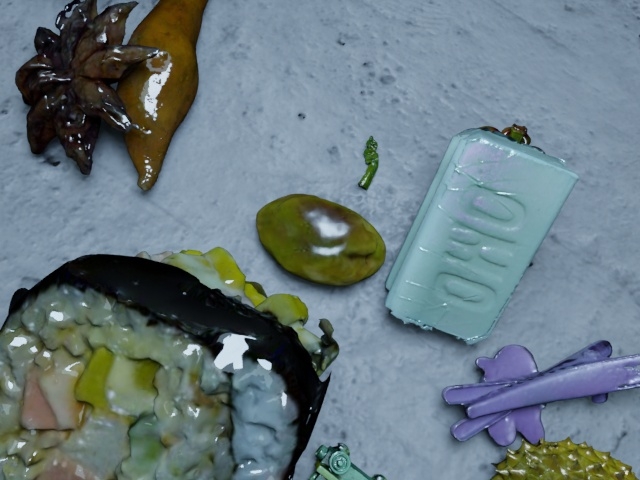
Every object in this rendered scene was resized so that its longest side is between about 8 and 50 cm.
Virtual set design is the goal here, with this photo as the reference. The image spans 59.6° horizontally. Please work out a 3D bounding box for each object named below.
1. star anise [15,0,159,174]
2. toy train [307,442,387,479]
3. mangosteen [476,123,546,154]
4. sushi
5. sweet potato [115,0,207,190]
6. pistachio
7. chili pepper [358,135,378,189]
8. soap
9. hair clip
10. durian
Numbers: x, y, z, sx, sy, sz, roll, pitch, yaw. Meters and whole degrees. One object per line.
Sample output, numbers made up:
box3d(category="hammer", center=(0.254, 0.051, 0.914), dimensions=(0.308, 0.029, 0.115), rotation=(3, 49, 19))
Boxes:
box3d(category="star anise", center=(-0.336, -0.227, 0.742), dimensions=(0.272, 0.102, 0.272), rotation=(-3, 84, 28))
box3d(category="toy train", center=(0.035, 0.317, 0.710), dimensions=(0.122, 0.050, 0.081), rotation=(36, 83, 4))
box3d(category="mangosteen", center=(0.249, -0.103, 0.781), dimensions=(0.137, 0.151, 0.137), rotation=(6, 56, -8))
box3d(category="sushi", center=(-0.166, 0.175, 0.627), dimensions=(0.327, 0.285, 0.329), rotation=(17, 96, 5))
box3d(category="sweet potato", center=(-0.228, -0.244, 0.802), dimensions=(0.112, 0.112, 0.359), rotation=(7, 78, -3))
box3d(category="pistachio", center=(-0.003, 0.002, 0.759), dimensions=(0.189, 0.100, 0.110), rotation=(25, 71, 1))
box3d(category="chili pepper", center=(0.074, -0.116, 0.837), dimensions=(0.027, 0.022, 0.083), rotation=(11, 79, -3))
box3d(category="soap", center=(0.194, -0.004, 0.719), dimensions=(0.150, 0.094, 0.261), rotation=(23, 111, 3))
box3d(category="hair clip", center=(0.299, 0.203, 0.747), dimensions=(0.278, 0.090, 0.137), rotation=(-13, 90, 0))
box3d(category="durian", center=(0.315, 0.358, 0.673), dimensions=(0.249, 0.138, 0.183), rotation=(35, 114, 11))
